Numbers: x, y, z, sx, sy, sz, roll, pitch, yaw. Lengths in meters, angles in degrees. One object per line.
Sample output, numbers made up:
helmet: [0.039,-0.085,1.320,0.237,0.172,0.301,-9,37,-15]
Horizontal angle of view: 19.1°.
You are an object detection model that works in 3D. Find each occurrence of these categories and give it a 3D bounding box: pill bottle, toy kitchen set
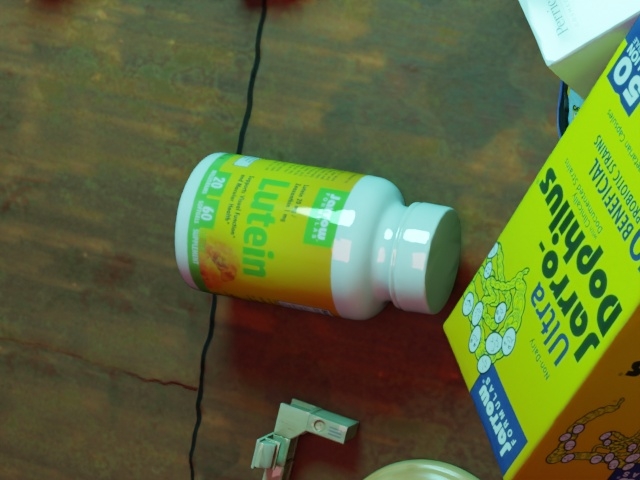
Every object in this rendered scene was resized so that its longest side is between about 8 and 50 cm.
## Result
pill bottle: [0.000,0.000,1.785,0.246,0.136,0.136,10,98,21]
toy kitchen set: [-0.018,0.208,1.847,0.075,0.068,0.083,18,101,20]

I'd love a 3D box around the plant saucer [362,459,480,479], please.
plant saucer: [0.097,0.312,1.827,0.200,0.037,0.200,2,96,22]

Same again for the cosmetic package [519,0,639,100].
cosmetic package: [0.264,-0.342,1.590,0.284,0.097,0.377,-32,57,21]

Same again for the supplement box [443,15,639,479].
supplement box: [0.281,0.025,1.552,0.356,0.195,0.194,-61,32,34]

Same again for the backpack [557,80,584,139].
backpack: [0.285,-0.126,1.665,0.158,0.117,0.173,35,138,37]
